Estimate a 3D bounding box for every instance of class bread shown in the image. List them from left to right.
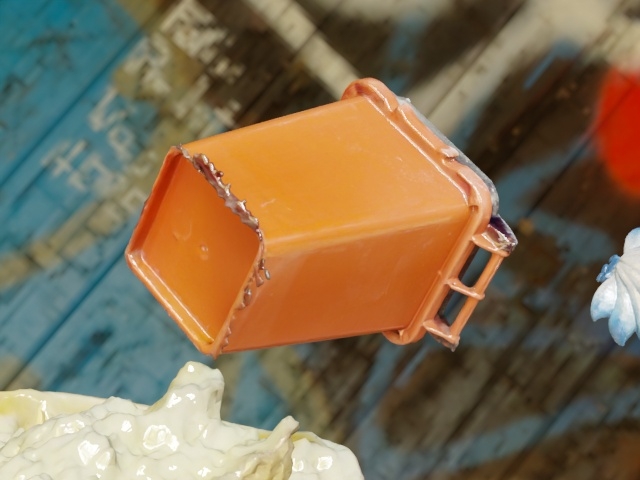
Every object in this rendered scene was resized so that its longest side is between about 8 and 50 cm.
[{"bbox_3d":[-0.151,0.200,0.993,0.329,0.245,0.424,-8,-5,31],"label":"bread"}]

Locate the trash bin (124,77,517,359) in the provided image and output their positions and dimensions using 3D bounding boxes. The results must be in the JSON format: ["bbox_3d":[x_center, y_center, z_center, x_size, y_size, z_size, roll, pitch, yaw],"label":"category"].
[{"bbox_3d":[0.000,0.000,1.255,0.238,0.161,0.184,-14,50,-45],"label":"trash bin"}]

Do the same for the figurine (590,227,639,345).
[{"bbox_3d":[0.284,0.049,1.458,0.114,0.114,0.079,41,-37,-3],"label":"figurine"}]
